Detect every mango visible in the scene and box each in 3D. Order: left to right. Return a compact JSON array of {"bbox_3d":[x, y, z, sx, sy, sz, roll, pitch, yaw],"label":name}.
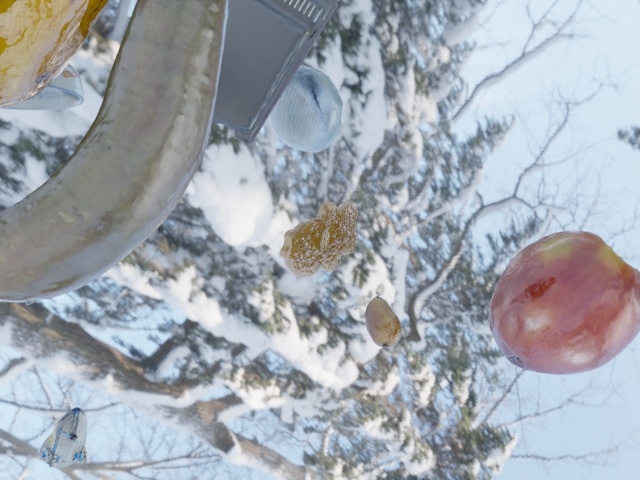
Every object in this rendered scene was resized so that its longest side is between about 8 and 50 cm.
[{"bbox_3d":[-0.259,-0.229,0.610,0.290,0.160,0.191,-38,-172,17],"label":"mango"},{"bbox_3d":[0.135,0.177,1.554,0.077,0.063,0.127,-37,-133,19],"label":"mango"}]

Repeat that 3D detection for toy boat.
[{"bbox_3d":[-0.466,0.362,1.334,0.210,0.084,0.066,-58,-138,42],"label":"toy boat"}]

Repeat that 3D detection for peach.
[{"bbox_3d":[0.428,0.118,1.268,0.281,0.281,0.238,-41,-113,-7],"label":"peach"}]

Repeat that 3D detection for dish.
[{"bbox_3d":[-0.521,-0.297,1.155,0.273,0.273,0.134,0,-91,29],"label":"dish"}]

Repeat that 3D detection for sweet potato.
[{"bbox_3d":[-0.148,-0.038,0.449,0.108,0.079,0.346,45,-89,4],"label":"sweet potato"}]

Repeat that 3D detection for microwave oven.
[{"bbox_3d":[-0.104,-0.294,0.963,0.247,0.178,0.188,-52,-159,32],"label":"microwave oven"}]

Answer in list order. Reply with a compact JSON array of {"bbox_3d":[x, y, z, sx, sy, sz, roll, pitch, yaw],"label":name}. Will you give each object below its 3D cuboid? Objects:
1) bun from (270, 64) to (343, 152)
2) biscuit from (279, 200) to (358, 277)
[{"bbox_3d":[-0.017,-0.211,1.140,0.083,0.141,0.140,-24,-146,-38],"label":"bun"},{"bbox_3d":[0.001,0.002,1.255,0.027,0.133,0.184,24,-131,37],"label":"biscuit"}]
